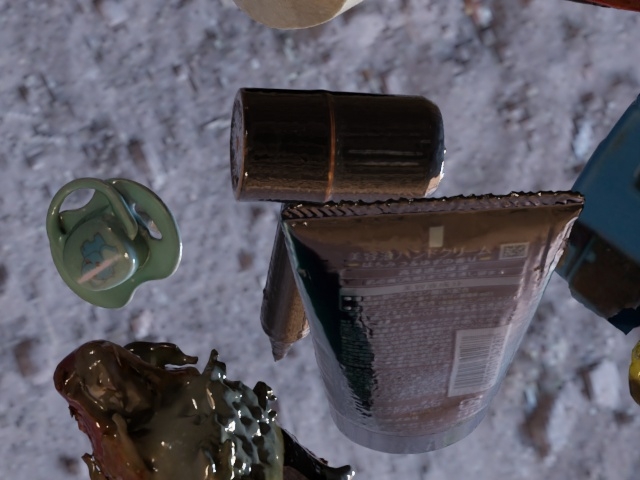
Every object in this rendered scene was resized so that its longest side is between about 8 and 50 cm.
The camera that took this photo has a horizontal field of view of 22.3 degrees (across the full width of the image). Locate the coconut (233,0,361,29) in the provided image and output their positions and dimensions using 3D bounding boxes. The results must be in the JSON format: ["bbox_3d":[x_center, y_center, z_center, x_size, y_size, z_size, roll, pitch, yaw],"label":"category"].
[{"bbox_3d":[-0.021,-0.330,1.725,0.222,0.202,0.202,-34,101,-50],"label":"coconut"}]

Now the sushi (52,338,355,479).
[{"bbox_3d":[-0.044,0.121,0.764,0.226,0.103,0.097,44,60,-39],"label":"sushi"}]

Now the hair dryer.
[{"bbox_3d":[0.000,0.000,1.561,0.189,0.352,0.107,1,47,-9],"label":"hair dryer"}]

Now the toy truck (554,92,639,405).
[{"bbox_3d":[0.308,0.057,0.841,0.385,0.162,0.161,39,42,20],"label":"toy truck"}]

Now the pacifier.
[{"bbox_3d":[-0.184,-0.011,1.498,0.127,0.150,0.116,48,37,-3],"label":"pacifier"}]

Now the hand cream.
[{"bbox_3d":[0.046,0.039,0.750,0.270,0.120,0.061,88,0,-68],"label":"hand cream"}]

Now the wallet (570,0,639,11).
[{"bbox_3d":[0.145,-0.222,0.828,0.204,0.142,0.045,-67,160,-13],"label":"wallet"}]
